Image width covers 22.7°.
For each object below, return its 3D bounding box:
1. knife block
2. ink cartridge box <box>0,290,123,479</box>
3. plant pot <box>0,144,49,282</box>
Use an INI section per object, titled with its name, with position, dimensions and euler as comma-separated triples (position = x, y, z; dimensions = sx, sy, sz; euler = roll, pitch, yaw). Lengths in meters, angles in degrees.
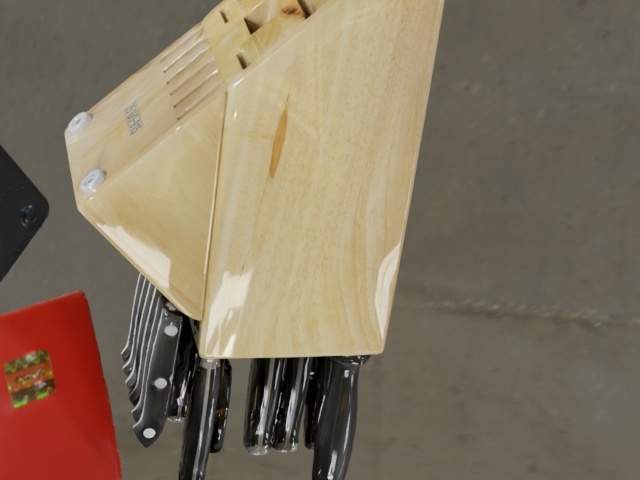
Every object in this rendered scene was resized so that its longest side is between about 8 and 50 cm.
[knife block]
position = 0.000, 0.000, 0.806
dimensions = 0.276, 0.088, 0.242
euler = -38, 122, 9
[ink cartridge box]
position = -0.164, 0.167, 0.706
dimensions = 0.275, 0.060, 0.239
euler = -18, 101, -47
[plant pot]
position = -0.277, -0.024, 0.934
dimensions = 0.188, 0.167, 0.187
euler = -56, 141, -20
